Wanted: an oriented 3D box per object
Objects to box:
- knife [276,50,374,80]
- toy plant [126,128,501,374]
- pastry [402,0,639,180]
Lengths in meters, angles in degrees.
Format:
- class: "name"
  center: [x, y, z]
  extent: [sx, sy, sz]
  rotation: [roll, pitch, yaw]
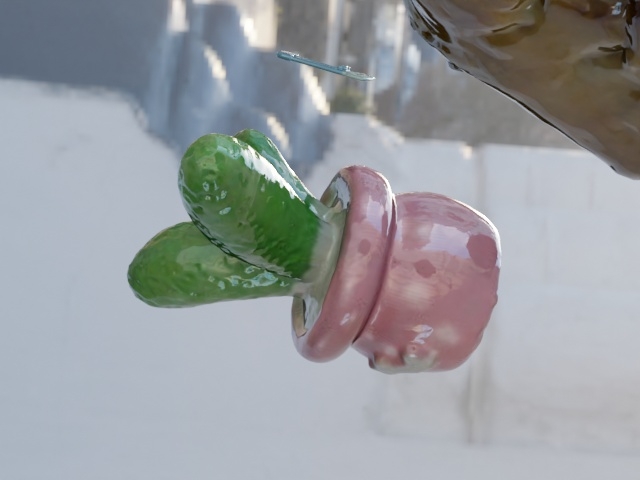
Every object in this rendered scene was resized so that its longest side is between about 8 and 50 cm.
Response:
- class: "knife"
  center: [0.003, -0.160, 1.423]
  extent: [0.027, 0.096, 0.010]
  rotation: [-17, 123, -66]
- class: "toy plant"
  center: [0.004, 0.005, 1.579]
  extent: [0.317, 0.356, 0.210]
  rotation: [131, -24, -61]
- class: "pastry"
  center: [0.229, -0.210, 0.967]
  extent: [0.409, 0.410, 0.245]
  rotation: [89, 21, -64]
